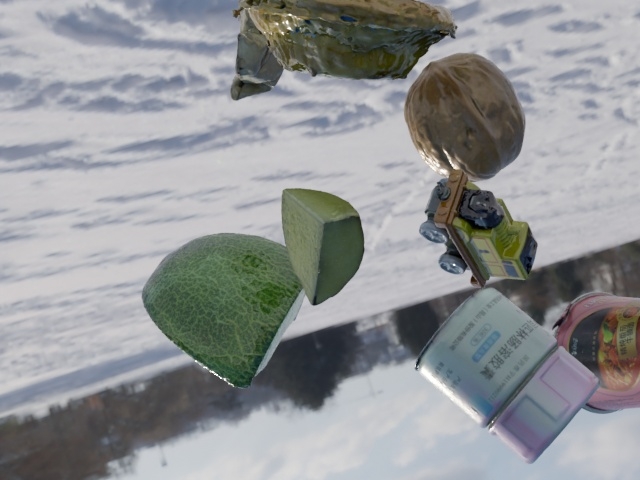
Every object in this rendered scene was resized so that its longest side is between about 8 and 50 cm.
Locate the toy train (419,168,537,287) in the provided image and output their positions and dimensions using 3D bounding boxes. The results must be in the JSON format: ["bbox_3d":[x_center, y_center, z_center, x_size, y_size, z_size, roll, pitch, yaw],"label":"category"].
[{"bbox_3d":[0.216,-0.013,1.293,0.127,0.089,0.219,6,151,32],"label":"toy train"}]

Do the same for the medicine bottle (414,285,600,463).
[{"bbox_3d":[0.209,0.150,1.067,0.135,0.168,0.135,-43,163,-17],"label":"medicine bottle"}]

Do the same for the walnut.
[{"bbox_3d":[0.279,-0.237,1.848,0.225,0.261,0.225,-30,-158,14],"label":"walnut"}]

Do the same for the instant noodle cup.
[{"bbox_3d":[0.576,0.195,1.675,0.243,0.244,0.255,-16,180,-25],"label":"instant noodle cup"}]

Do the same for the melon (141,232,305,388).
[{"bbox_3d":[-0.222,0.128,2.045,0.343,0.331,0.226,22,160,10],"label":"melon"}]

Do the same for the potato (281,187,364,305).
[{"bbox_3d":[0.000,0.000,1.420,0.081,0.149,0.120,-12,-144,-29],"label":"potato"}]

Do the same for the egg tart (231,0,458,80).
[{"bbox_3d":[0.042,-0.361,1.619,0.387,0.169,0.388,8,-165,-2],"label":"egg tart"}]

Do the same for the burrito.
[{"bbox_3d":[-0.117,-0.459,2.004,0.135,0.332,0.190,11,151,-13],"label":"burrito"}]
